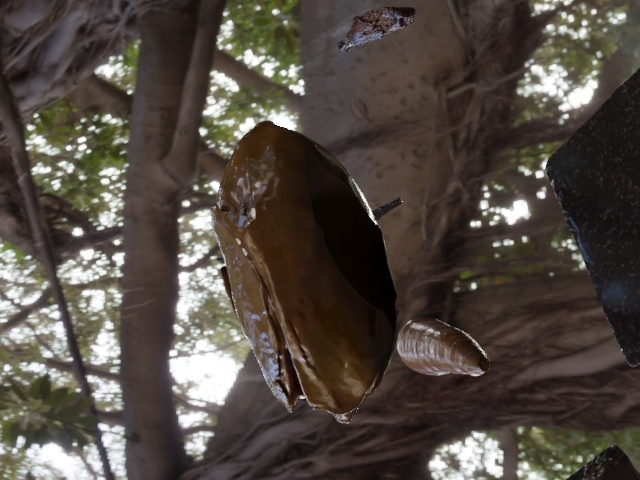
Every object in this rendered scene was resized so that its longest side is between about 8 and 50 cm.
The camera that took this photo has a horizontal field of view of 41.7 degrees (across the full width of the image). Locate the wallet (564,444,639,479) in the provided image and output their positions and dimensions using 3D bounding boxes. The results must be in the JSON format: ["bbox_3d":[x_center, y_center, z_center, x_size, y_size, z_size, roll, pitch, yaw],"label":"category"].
[{"bbox_3d":[0.366,0.365,1.062,0.149,0.044,0.250,-40,-59,5],"label":"wallet"}]

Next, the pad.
[{"bbox_3d":[0.302,-0.056,0.657,0.004,0.330,0.220,-6,-114,-24],"label":"pad"}]

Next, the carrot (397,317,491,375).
[{"bbox_3d":[0.129,0.118,0.906,0.069,0.336,0.069,0,-94,-2],"label":"carrot"}]

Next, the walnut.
[{"bbox_3d":[-0.010,0.025,0.654,0.137,0.137,0.245,-24,-88,-44],"label":"walnut"}]

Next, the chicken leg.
[{"bbox_3d":[0.070,-0.288,1.144,0.062,0.145,0.037,-14,-90,-51],"label":"chicken leg"}]

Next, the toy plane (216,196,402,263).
[{"bbox_3d":[-0.001,-0.003,0.922,0.225,0.226,0.058,-19,-80,-9],"label":"toy plane"}]
